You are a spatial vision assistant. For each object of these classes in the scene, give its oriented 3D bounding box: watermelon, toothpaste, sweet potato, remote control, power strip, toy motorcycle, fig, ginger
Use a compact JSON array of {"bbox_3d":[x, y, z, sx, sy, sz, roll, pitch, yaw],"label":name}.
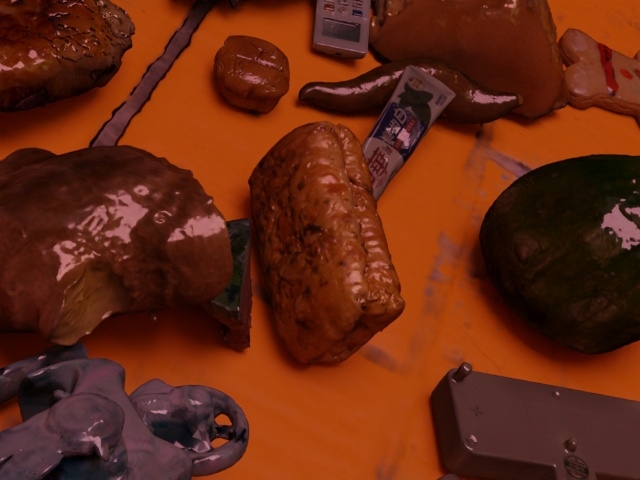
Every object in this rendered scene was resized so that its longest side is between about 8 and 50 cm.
[{"bbox_3d":[-0.092,0.026,1.058,0.101,0.080,0.155,-2,46,15],"label":"watermelon"},{"bbox_3d":[0.064,-0.088,1.225,0.060,0.038,0.233,37,54,-5],"label":"toothpaste"},{"bbox_3d":[0.090,-0.159,1.314,0.250,0.059,0.069,2,61,-22],"label":"sweet potato"},{"bbox_3d":[0.024,-0.257,1.377,0.061,0.029,0.162,10,51,-5],"label":"remote control"},{"bbox_3d":[0.207,0.188,1.070,0.216,0.061,0.145,11,47,-20],"label":"power strip"},{"bbox_3d":[-0.180,0.158,0.830,0.206,0.154,0.260,16,34,16],"label":"toy motorcycle"},{"bbox_3d":[0.280,-0.017,1.167,0.203,0.235,0.203,19,46,-21],"label":"fig"},{"bbox_3d":[-0.214,0.003,0.951,0.270,0.123,0.219,-11,36,-25],"label":"ginger"}]

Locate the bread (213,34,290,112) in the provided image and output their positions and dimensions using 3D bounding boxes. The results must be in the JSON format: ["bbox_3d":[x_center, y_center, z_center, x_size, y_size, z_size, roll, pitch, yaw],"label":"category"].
[{"bbox_3d":[-0.067,-0.163,1.233,0.081,0.046,0.083,31,45,2],"label":"bread"}]

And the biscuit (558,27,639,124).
[{"bbox_3d":[0.392,-0.184,1.524,0.234,0.030,0.153,20,47,-13],"label":"biscuit"}]

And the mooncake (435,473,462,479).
[{"bbox_3d":[0.125,0.303,0.834,0.250,0.136,0.254,42,33,1],"label":"mooncake"}]

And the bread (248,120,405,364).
[{"bbox_3d":[0.000,0.000,1.085,0.083,0.114,0.211,17,43,-38],"label":"bread"}]

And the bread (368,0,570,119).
[{"bbox_3d":[0.188,-0.252,1.393,0.252,0.133,0.174,19,43,-13],"label":"bread"}]

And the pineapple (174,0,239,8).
[{"bbox_3d":[-0.071,-0.295,1.310,0.198,0.108,0.108,-26,68,-36],"label":"pineapple"}]

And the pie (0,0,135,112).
[{"bbox_3d":[-0.320,-0.211,1.104,0.308,0.085,0.308,15,47,-16],"label":"pie"}]
